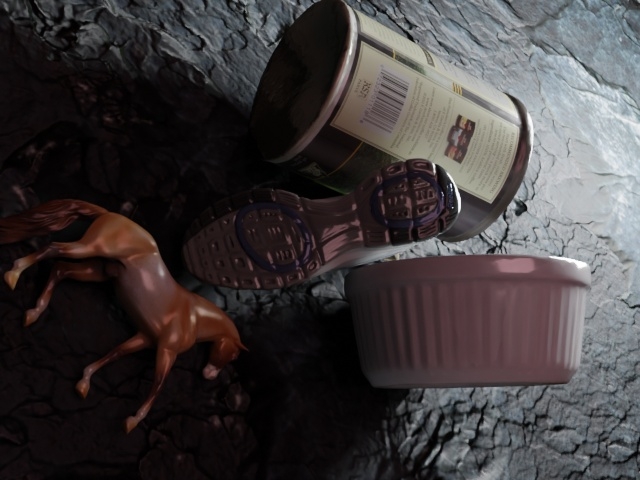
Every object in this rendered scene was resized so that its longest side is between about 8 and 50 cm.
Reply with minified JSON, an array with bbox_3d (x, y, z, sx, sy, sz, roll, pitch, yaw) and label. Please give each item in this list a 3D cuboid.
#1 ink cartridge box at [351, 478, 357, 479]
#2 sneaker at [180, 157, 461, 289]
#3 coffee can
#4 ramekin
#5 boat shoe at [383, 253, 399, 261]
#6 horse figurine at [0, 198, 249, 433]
[{"bbox_3d":[0.029,0.324,0.913,0.143,0.090,0.092,52,47,-5],"label":"ink cartridge box"},{"bbox_3d":[0.000,0.000,1.000,0.297,0.129,0.110,-10,76,-6],"label":"sneaker"},{"bbox_3d":[0.083,-0.137,1.110,0.275,0.201,0.201,23,56,-28],"label":"coffee can"},{"bbox_3d":[0.161,0.097,1.024,0.273,0.273,0.127,6,78,-36],"label":"ramekin"},{"bbox_3d":[0.044,-0.012,1.124,0.137,0.049,0.043,21,59,-35],"label":"boat shoe"},{"bbox_3d":[-0.191,0.054,0.891,0.263,0.066,0.174,52,53,-8],"label":"horse figurine"}]
